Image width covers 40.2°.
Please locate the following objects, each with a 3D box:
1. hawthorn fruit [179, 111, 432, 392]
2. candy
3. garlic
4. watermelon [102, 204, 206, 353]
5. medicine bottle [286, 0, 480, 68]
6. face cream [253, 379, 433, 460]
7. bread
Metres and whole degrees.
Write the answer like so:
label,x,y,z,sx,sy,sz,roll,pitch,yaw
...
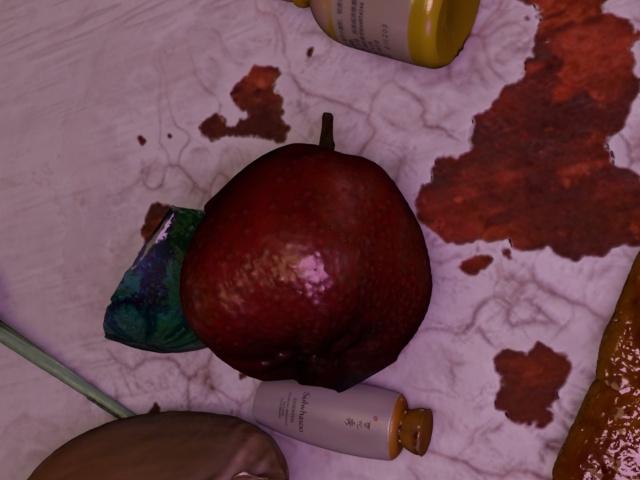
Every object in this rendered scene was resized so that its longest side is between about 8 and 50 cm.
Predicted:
label,x,y,z,sx,sy,sz,roll,pitch,yaw
hawthorn fruit,0.000,0.000,0.812,0.210,0.230,0.266,-12,59,50
candy,-0.343,0.132,1.037,0.336,0.093,0.092,29,143,13
garlic,-0.143,0.262,0.878,0.339,0.196,0.151,-12,98,15
watermelon,-0.150,0.051,0.903,0.128,0.146,0.231,41,102,19
medicine bottle,0.037,-0.247,0.841,0.213,0.122,0.121,21,97,23
face cream,0.021,0.176,0.878,0.182,0.051,0.072,7,88,23
bread,0.299,0.129,0.745,0.139,0.077,0.271,23,95,19
